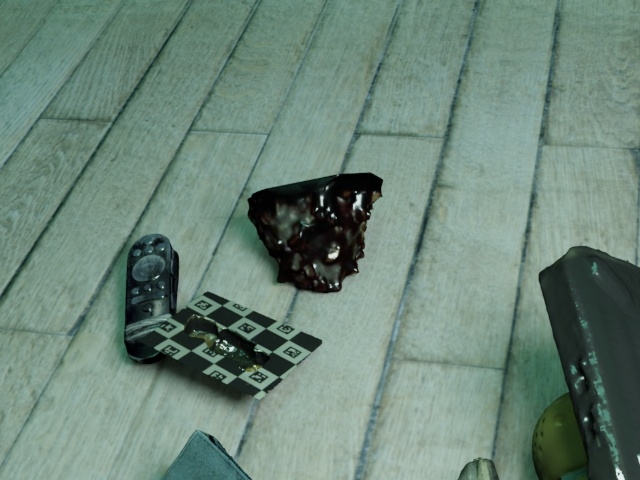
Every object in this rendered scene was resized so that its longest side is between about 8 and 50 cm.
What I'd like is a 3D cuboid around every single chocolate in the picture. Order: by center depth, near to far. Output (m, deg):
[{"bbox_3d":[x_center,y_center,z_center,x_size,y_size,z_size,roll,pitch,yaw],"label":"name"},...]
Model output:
[{"bbox_3d":[0.000,0.000,1.731,0.224,0.206,0.177,-9,84,15],"label":"chocolate"}]

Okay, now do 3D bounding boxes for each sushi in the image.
[{"bbox_3d":[-0.135,0.172,1.596,0.215,0.051,0.192,23,31,20],"label":"sushi"}]

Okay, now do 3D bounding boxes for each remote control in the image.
[{"bbox_3d":[-0.267,0.101,1.702,0.090,0.066,0.266,-18,44,11],"label":"remote control"}]

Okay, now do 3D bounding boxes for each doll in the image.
[{"bbox_3d":[0.330,0.300,1.275,0.161,0.177,0.261,6,47,14],"label":"doll"}]

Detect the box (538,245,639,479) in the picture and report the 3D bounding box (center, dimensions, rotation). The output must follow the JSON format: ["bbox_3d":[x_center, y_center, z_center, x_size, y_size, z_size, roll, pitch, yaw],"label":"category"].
[{"bbox_3d":[0.419,0.193,1.236,0.359,0.091,0.350,21,44,-29],"label":"box"}]

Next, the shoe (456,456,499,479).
[{"bbox_3d":[0.128,0.408,1.238,0.170,0.132,0.337,-3,43,21],"label":"shoe"}]

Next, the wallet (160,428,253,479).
[{"bbox_3d":[-0.090,0.402,1.262,0.379,0.046,0.191,36,90,42],"label":"wallet"}]
